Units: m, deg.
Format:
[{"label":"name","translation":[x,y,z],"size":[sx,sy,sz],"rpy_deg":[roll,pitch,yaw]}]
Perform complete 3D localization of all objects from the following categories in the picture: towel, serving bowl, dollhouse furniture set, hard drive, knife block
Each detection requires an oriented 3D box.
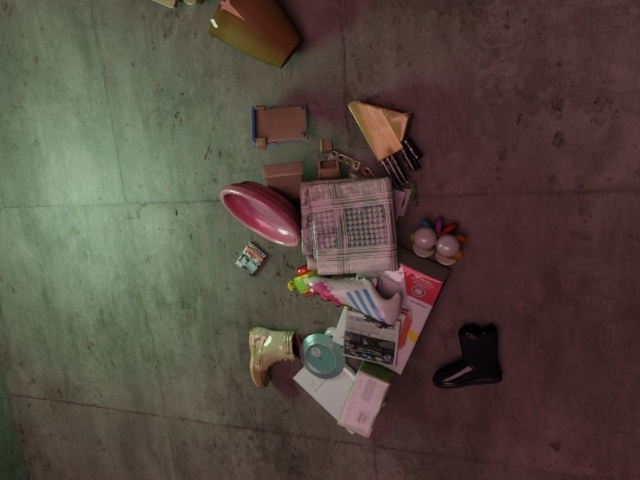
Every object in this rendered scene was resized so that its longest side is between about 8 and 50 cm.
[{"label":"towel","translation":[0.085,-0.046,1.780],"size":[0.324,0.056,0.312],"rpy_deg":[-2,99,21]},{"label":"serving bowl","translation":[0.051,0.373,2.096],"size":[0.083,0.027,0.083],"rpy_deg":[6,108,20]},{"label":"dollhouse furniture set","translation":[-0.084,-0.326,1.928],"size":[0.286,0.198,0.304],"rpy_deg":[-6,72,1]},{"label":"hard drive","translation":[0.072,0.580,2.140],"size":[0.318,0.040,0.210],"rpy_deg":[42,115,6]},{"label":"knife block","translation":[0.206,-0.315,1.802],"size":[0.275,0.088,0.242],"rpy_deg":[19,111,15]}]

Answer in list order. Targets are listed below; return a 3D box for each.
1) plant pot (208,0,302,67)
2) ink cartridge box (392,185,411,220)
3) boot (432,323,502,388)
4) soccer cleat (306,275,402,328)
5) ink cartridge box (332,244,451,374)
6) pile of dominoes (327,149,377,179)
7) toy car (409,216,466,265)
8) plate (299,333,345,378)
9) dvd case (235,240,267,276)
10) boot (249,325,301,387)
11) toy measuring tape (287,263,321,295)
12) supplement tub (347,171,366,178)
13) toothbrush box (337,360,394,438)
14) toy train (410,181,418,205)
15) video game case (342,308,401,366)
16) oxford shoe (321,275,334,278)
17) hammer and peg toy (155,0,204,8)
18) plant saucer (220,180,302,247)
[{"label":"plant pot","translation":[-0.193,-0.694,1.795],"size":[0.254,0.237,0.237],"rpy_deg":[37,116,-10]},{"label":"ink cartridge box","translation":[0.213,-0.131,1.827],"size":[0.181,0.061,0.104],"rpy_deg":[9,110,-11]},{"label":"boot","translation":[0.494,0.395,1.890],"size":[0.246,0.094,0.207],"rpy_deg":[-10,105,17]},{"label":"soccer cleat","translation":[0.116,0.167,1.805],"size":[0.331,0.116,0.143],"rpy_deg":[24,90,20]},{"label":"ink cartridge box","translation":[0.241,0.227,1.905],"size":[0.279,0.160,0.385],"rpy_deg":[25,113,14]},{"label":"pile of dominoes","translation":[0.079,-0.165,1.923],"size":[0.196,0.040,0.251],"rpy_deg":[25,113,13]},{"label":"toy car","translation":[0.390,-0.009,1.804],"size":[0.182,0.159,0.136],"rpy_deg":[19,77,16]},{"label":"plate","translation":[0.003,0.446,2.093],"size":[0.188,0.024,0.188],"rpy_deg":[6,107,21]},{"label":"dvd case","translation":[-0.271,0.073,2.144],"size":[0.087,0.013,0.119],"rpy_deg":[40,114,7]},{"label":"boot","translation":[-0.173,0.472,2.179],"size":[0.203,0.095,0.262],"rpy_deg":[2,101,20]},{"label":"toy measuring tape","translation":[0.013,0.122,1.992],"size":[0.330,0.121,0.121],"rpy_deg":[-22,96,25]},{"label":"supplement tub","translation":[0.111,-0.171,1.868],"size":[0.071,0.071,0.107],"rpy_deg":[29,106,11]},{"label":"toothbrush box","translation":[0.169,0.528,1.928],"size":[0.122,0.283,0.206],"rpy_deg":[22,97,9]},{"label":"toy train","translation":[0.314,-0.156,1.842],"size":[0.017,0.024,0.083],"rpy_deg":[-8,102,8]},{"label":"video game case","translation":[0.171,0.331,1.862],"size":[0.190,0.022,0.173],"rpy_deg":[10,109,18]},{"label":"oxford shoe","translation":[0.000,0.000,1.908],"size":[0.096,0.098,0.272],"rpy_deg":[-19,87,10]},{"label":"hammer and peg toy","translation":[-0.524,-0.952,1.884],"size":[0.361,0.127,0.266],"rpy_deg":[25,111,13]},{"label":"plant saucer","translation":[-0.195,-0.102,1.939],"size":[0.332,0.332,0.084],"rpy_deg":[28,72,12]}]
